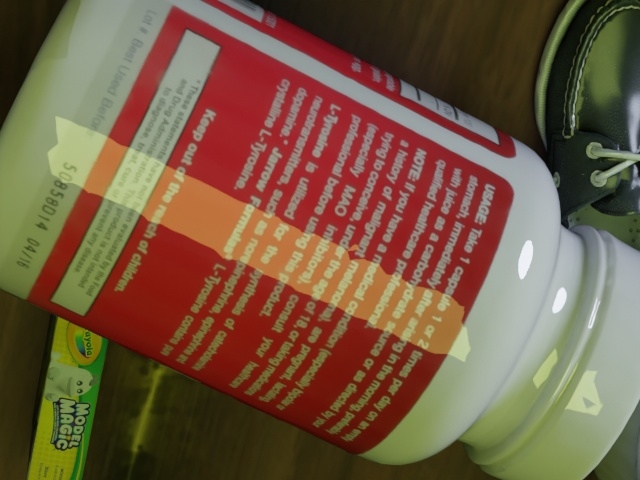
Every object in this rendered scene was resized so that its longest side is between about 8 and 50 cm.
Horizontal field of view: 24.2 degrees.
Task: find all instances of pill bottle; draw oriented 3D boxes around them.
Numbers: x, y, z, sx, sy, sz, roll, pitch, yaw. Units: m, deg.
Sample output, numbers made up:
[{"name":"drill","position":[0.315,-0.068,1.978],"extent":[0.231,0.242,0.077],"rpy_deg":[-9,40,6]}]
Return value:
[{"name":"pill bottle","position":[0.000,0.000,0.943],"extent":[0.408,0.229,0.229],"rpy_deg":[26,108,-9]}]

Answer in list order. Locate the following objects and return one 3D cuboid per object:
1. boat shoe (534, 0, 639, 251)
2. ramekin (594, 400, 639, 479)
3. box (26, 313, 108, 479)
[{"name":"boat shoe","position":[0.212,-0.034,1.061],"extent":[0.114,0.091,0.302],"rpy_deg":[-6,115,-6]},{"name":"ramekin","position":[0.319,0.124,1.019],"extent":[0.277,0.135,0.277],"rpy_deg":[-3,101,-15]},{"name":"box","position":[-0.179,0.101,1.057],"extent":[0.043,0.105,0.179],"rpy_deg":[11,112,-12]}]
